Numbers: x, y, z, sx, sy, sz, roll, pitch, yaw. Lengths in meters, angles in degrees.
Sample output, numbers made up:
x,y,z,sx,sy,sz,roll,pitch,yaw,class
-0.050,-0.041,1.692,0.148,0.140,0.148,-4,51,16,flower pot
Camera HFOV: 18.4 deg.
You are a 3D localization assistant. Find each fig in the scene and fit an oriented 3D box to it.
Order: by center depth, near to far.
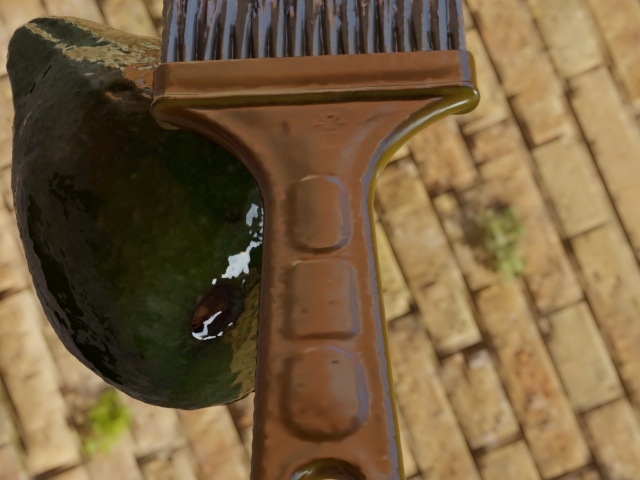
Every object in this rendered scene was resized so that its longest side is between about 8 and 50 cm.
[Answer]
x,y,z,sx,sy,sz,roll,pitch,yaw,class
-0.068,-0.020,0.720,0.156,0.123,0.123,36,-4,20,fig

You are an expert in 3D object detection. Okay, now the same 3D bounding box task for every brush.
x,y,z,sx,sy,sz,roll,pitch,yaw,class
0.000,0.000,0.568,0.272,0.103,0.013,-92,178,-49,brush
